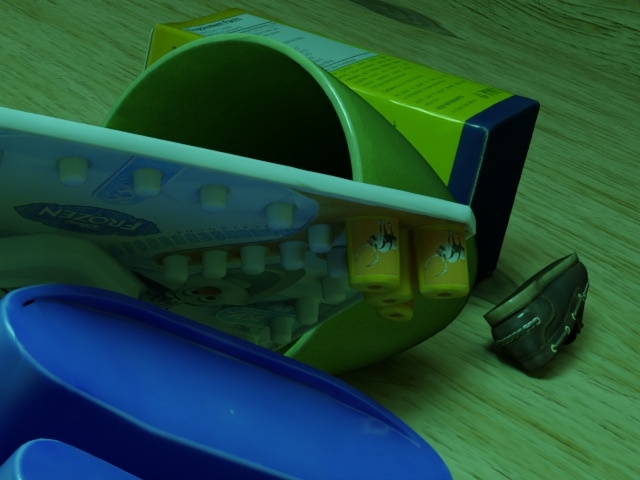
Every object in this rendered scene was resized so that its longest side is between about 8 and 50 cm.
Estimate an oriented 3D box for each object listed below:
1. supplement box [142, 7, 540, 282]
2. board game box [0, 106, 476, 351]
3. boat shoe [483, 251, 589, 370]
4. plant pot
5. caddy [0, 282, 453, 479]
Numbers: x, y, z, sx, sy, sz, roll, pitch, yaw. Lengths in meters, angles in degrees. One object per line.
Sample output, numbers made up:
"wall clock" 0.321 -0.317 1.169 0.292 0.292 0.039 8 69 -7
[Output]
"supplement box" 0.009 -0.088 1.644 0.357 0.195 0.194 20 19 18
"board game box" -0.173 0.039 0.940 0.390 0.050 0.390 10 -25 -29
"boat shoe" 0.211 0.069 1.532 0.073 0.073 0.207 54 30 3
"plant pot" 0.000 0.000 1.329 0.275 0.274 0.293 27 7 36
"caddy" -0.074 0.174 0.808 0.341 0.179 0.241 24 25 -27
